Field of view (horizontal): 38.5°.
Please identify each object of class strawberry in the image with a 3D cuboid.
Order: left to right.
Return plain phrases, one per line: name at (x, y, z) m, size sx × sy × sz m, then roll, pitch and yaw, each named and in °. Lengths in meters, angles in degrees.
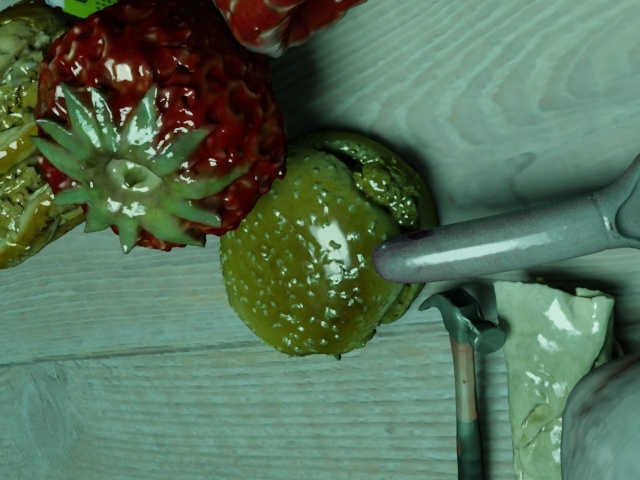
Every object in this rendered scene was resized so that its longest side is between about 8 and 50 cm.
strawberry at (-0.118, -0.124, 0.754) m, size 0.205 × 0.244 × 0.205 m, roll 10°, pitch 136°, yaw 9°

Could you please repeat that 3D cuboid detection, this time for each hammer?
hammer at (0.137, 0.166, 0.850) m, size 0.111 × 0.033 × 0.287 m, roll -128°, pitch 24°, yaw -55°

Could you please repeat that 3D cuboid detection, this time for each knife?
knife at (0.165, -0.016, 0.685) m, size 0.278 × 0.053 × 0.123 m, roll -14°, pitch 102°, yaw 16°

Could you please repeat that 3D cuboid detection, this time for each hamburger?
hamburger at (-0.285, -0.099, 0.900) m, size 0.211 × 0.245 × 0.260 m, roll 51°, pitch 176°, yaw -13°
hamburger at (0.000, 0.000, 0.820) m, size 0.189 × 0.122 × 0.215 m, roll 37°, pitch 127°, yaw 13°

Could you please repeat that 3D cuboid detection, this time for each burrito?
burrito at (0.225, 0.208, 0.809) m, size 0.117 × 0.076 × 0.391 m, roll 4°, pitch 116°, yaw 33°

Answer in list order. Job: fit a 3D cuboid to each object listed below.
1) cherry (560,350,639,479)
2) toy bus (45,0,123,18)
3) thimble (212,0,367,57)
cherry at (0.306, 0.227, 0.597) m, size 0.335 × 0.326 × 0.291 m, roll 48°, pitch 121°, yaw 0°
toy bus at (-0.189, -0.339, 0.774) m, size 0.139 × 0.113 × 0.301 m, roll 22°, pitch 126°, yaw 28°
thimble at (-0.012, -0.231, 0.673) m, size 0.190 × 0.163 × 0.125 m, roll -35°, pitch 90°, yaw 39°
